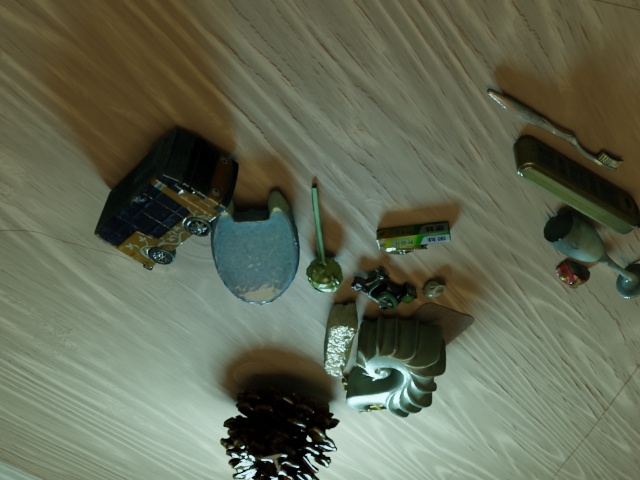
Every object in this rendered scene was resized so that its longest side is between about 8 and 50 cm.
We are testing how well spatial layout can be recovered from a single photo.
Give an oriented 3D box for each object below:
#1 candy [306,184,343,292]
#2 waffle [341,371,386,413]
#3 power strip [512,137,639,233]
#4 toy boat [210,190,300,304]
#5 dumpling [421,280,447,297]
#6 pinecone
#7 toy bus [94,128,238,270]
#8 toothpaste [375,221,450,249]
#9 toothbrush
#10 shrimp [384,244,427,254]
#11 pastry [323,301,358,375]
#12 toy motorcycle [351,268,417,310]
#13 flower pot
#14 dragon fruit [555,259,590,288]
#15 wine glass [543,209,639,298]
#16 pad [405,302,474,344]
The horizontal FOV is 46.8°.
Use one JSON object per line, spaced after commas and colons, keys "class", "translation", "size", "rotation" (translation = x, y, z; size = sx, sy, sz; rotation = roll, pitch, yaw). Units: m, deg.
{"class": "candy", "translation": [0.000, 0.000, 1.815], "size": [0.092, 0.093, 0.335], "rotation": [-11, 132, -5]}
{"class": "waffle", "translation": [0.164, 0.477, 2.372], "size": [0.160, 0.055, 0.211], "rotation": [-11, 136, 18]}
{"class": "power strip", "translation": [0.579, -0.110, 1.625], "size": [0.387, 0.092, 0.066], "rotation": [25, 138, -24]}
{"class": "toy boat", "translation": [-0.159, 0.007, 1.824], "size": [0.215, 0.123, 0.330], "rotation": [-7, 128, 0]}
{"class": "dumpling", "translation": [0.307, 0.131, 1.968], "size": [0.059, 0.043, 0.077], "rotation": [-1, 141, -30]}
{"class": "pinecone", "translation": [-0.140, 0.668, 2.408], "size": [0.398, 0.397, 0.397], "rotation": [2, 140, 2]}
{"class": "toy bus", "translation": [-0.347, -0.088, 1.664], "size": [0.194, 0.162, 0.323], "rotation": [33, 133, -27]}
{"class": "toothpaste", "translation": [0.226, -0.012, 1.806], "size": [0.178, 0.037, 0.043], "rotation": [-6, 137, 12]}
{"class": "toothbrush", "translation": [0.490, -0.228, 1.541], "size": [0.375, 0.028, 0.037], "rotation": [23, 130, -22]}
{"class": "shrimp", "translation": [0.214, 0.020, 1.859], "size": [0.108, 0.023, 0.059], "rotation": [1, 149, 3]}
{"class": "pastry", "translation": [0.057, 0.278, 2.094], "size": [0.089, 0.121, 0.258], "rotation": [0, 139, -4]}
{"class": "toy motorcycle", "translation": [0.165, 0.127, 1.961], "size": [0.173, 0.058, 0.100], "rotation": [30, 126, -29]}
{"class": "flower pot", "translation": [0.217, 0.377, 2.153], "size": [0.254, 0.164, 0.367], "rotation": [8, 135, 0]}
{"class": "dragon fruit", "translation": [0.643, 0.093, 1.885], "size": [0.083, 0.060, 0.056], "rotation": [22, 133, -24]}
{"class": "wine glass", "translation": [0.722, -0.005, 1.733], "size": [0.309, 0.096, 0.264], "rotation": [31, 135, -27]}
{"class": "pad", "translation": [0.310, 0.269, 2.157], "size": [0.176, 0.002, 0.266], "rotation": [20, 137, -19]}
